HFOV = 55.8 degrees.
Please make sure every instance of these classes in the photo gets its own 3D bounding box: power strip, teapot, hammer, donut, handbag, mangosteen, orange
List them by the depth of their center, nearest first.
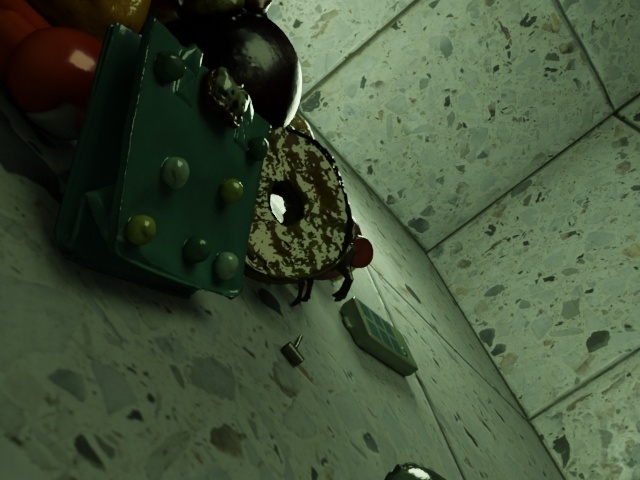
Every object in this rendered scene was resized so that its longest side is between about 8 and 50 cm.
[{"bbox_3d":[-0.155,-0.077,0.711,0.268,0.100,0.274,35,65,-59],"label":"handbag"},{"bbox_3d":[0.148,0.376,0.855,0.149,0.111,0.108,39,3,-28],"label":"teapot"},{"bbox_3d":[-0.359,-0.383,0.879,0.249,0.183,0.249,33,-10,7],"label":"orange"},{"bbox_3d":[-0.039,0.170,0.977,0.035,0.019,0.110,52,7,-1],"label":"hammer"},{"bbox_3d":[-0.073,-0.047,1.008,0.272,0.272,0.107,53,-28,6],"label":"donut"},{"bbox_3d":[-0.187,-0.314,1.067,0.307,0.306,0.347,-101,-177,-65],"label":"mangosteen"},{"bbox_3d":[0.139,0.226,1.388,0.270,0.046,0.118,41,16,-45],"label":"power strip"}]

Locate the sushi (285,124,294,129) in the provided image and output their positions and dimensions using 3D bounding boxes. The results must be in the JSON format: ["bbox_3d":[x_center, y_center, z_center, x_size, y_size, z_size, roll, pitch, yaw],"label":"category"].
[{"bbox_3d":[-0.129,-0.195,1.310,0.150,0.172,0.153,42,-1,-1],"label":"sushi"}]

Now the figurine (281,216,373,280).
[{"bbox_3d":[0.000,0.000,1.260,0.173,0.173,0.173,49,13,-15],"label":"figurine"}]

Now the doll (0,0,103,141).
[{"bbox_3d":[-0.315,-0.198,0.755,0.290,0.130,0.161,43,15,-3],"label":"doll"}]

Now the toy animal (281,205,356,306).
[{"bbox_3d":[-0.033,0.024,1.123,0.093,0.214,0.186,-10,93,-67],"label":"toy animal"}]

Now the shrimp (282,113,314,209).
[{"bbox_3d":[-0.052,-0.166,1.457,0.169,0.058,0.296,-22,102,-44],"label":"shrimp"}]

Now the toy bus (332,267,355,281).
[{"bbox_3d":[0.033,-0.021,1.577,0.138,0.097,0.342,51,13,-15],"label":"toy bus"}]
